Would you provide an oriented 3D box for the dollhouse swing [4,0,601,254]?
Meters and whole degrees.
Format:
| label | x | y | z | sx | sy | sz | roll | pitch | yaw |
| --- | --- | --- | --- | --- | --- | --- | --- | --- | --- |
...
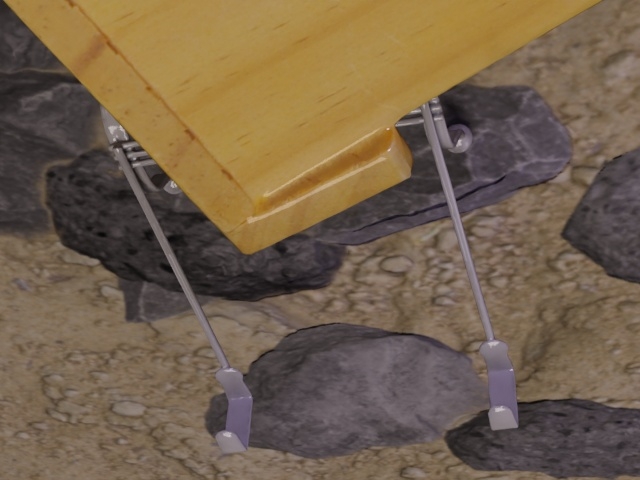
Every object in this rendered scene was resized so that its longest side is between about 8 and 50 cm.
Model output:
| label | x | y | z | sx | sy | sz | roll | pitch | yaw |
| --- | --- | --- | --- | --- | --- | --- | --- | --- | --- |
| dollhouse swing | -0.047 | -0.222 | 0.755 | 0.305 | 0.315 | 0.347 | -42 | 137 | 0 |

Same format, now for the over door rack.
| label | x | y | z | sx | sy | sz | roll | pitch | yaw |
| --- | --- | --- | --- | --- | --- | --- | --- | --- | --- |
| over door rack | 0.000 | 0.000 | 1.054 | 0.239 | 0.108 | 0.324 | -7 | 123 | 14 |
